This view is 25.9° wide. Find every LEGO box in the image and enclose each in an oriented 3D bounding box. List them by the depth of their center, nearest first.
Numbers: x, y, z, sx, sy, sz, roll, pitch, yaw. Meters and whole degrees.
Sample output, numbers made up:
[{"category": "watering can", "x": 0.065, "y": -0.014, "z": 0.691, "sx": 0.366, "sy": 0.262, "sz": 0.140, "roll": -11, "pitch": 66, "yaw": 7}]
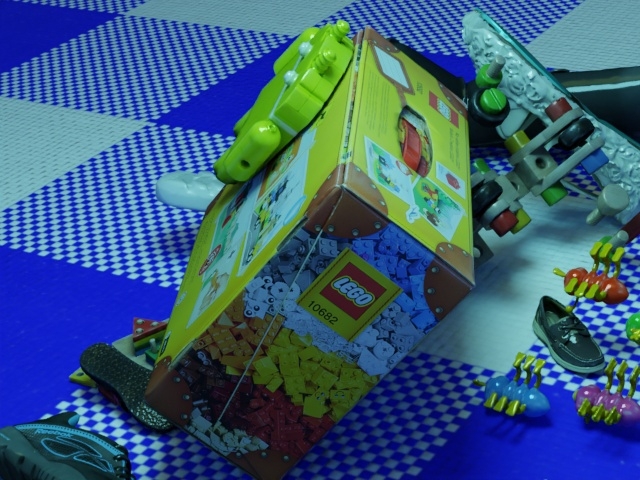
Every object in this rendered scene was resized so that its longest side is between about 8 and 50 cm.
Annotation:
[{"category": "LEGO box", "x": 0.000, "y": 0.000, "z": 1.740, "sx": 0.193, "sy": 0.372, "sz": 0.500, "roll": 37, "pitch": 25, "yaw": -14}]

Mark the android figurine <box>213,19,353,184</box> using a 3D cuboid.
[{"category": "android figurine", "x": -0.046, "y": -0.184, "z": 1.818, "sx": 0.056, "sy": 0.273, "sz": 0.248, "roll": 35, "pitch": 48, "yaw": -12}]

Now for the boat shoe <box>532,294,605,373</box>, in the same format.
[{"category": "boat shoe", "x": 0.318, "y": 0.121, "z": 1.806, "sx": 0.056, "sy": 0.049, "sz": 0.152, "roll": -16, "pitch": 29, "yaw": -17}]

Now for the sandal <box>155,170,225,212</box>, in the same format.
[{"category": "sandal", "x": -0.046, "y": -0.034, "z": 2.134, "sx": 0.416, "sy": 0.102, "sz": 0.169, "roll": 9, "pitch": 14, "yaw": 0}]

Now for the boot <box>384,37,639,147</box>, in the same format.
[{"category": "boot", "x": 0.321, "y": -0.228, "z": 2.231, "sx": 0.445, "sy": 0.146, "sz": 0.367, "roll": 4, "pitch": -6, "yaw": 16}]

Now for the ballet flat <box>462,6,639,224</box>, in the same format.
[{"category": "ballet flat", "x": 0.345, "y": -0.170, "z": 2.067, "sx": 0.409, "sy": 0.147, "sz": 0.147, "roll": 39, "pitch": 33, "yaw": -5}]

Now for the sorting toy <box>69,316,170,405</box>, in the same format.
[{"category": "sorting toy", "x": -0.207, "y": 0.135, "z": 1.898, "sx": 0.274, "sy": 0.046, "sz": 0.132, "roll": -23, "pitch": 31, "yaw": -28}]

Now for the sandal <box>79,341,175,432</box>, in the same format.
[{"category": "sandal", "x": -0.239, "y": 0.191, "z": 1.790, "sx": 0.067, "sy": 0.040, "sz": 0.179, "roll": -38, "pitch": 52, "yaw": -27}]

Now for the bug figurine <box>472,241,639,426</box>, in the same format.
[{"category": "bug figurine", "x": 0.328, "y": 0.136, "z": 1.699, "sx": 0.216, "sy": 0.072, "sz": 0.279, "roll": 20, "pitch": 59, "yaw": 39}]

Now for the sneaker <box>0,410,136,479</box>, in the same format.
[{"category": "sneaker", "x": -0.253, "y": 0.276, "z": 1.554, "sx": 0.139, "sy": 0.125, "sz": 0.340, "roll": -21, "pitch": 33, "yaw": -35}]

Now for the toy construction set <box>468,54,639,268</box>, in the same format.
[{"category": "toy construction set", "x": 0.295, "y": -0.050, "z": 1.991, "sx": 0.308, "sy": 0.237, "sz": 0.257, "roll": 29, "pitch": 59, "yaw": -2}]
